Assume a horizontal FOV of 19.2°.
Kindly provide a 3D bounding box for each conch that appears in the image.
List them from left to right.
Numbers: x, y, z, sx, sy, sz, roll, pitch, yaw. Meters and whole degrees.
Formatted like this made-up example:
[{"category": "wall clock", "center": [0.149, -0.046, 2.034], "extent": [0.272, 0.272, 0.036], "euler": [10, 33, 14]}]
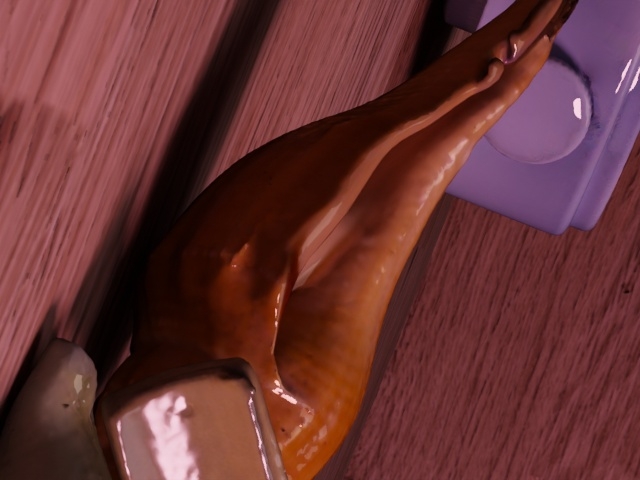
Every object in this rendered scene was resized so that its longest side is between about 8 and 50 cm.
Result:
[{"category": "conch", "center": [-0.088, 0.122, 0.590], "extent": [0.088, 0.065, 0.180], "euler": [83, 12, -74]}, {"category": "conch", "center": [-0.004, -0.001, 0.722], "extent": [0.330, 0.093, 0.109], "euler": [-56, 136, -24]}]

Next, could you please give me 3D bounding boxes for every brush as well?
[{"category": "brush", "center": [-0.019, 0.161, 0.684], "extent": [0.048, 0.054, 0.282], "euler": [-106, -178, -61]}]

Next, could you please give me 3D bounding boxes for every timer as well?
[{"category": "timer", "center": [0.184, -0.185, 1.419], "extent": [0.395, 0.173, 0.395], "euler": [22, 90, -85]}]
